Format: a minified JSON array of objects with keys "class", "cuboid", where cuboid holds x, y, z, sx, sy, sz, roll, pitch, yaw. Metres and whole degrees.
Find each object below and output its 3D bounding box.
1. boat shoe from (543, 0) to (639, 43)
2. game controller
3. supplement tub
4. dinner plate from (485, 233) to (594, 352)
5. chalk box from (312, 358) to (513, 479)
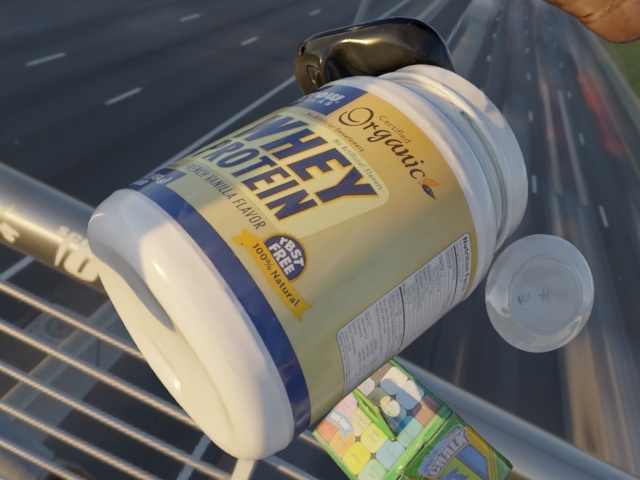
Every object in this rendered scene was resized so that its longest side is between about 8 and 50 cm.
[{"class":"boat shoe","cuboid":[0.201,-0.245,0.405,0.123,0.123,0.342,37,52,-11]},{"class":"game controller","cuboid":[0.101,-0.122,0.727,0.167,0.319,0.067,-9,54,26]},{"class":"supplement tub","cuboid":[0.000,0.000,0.528,0.316,0.228,0.228,-34,58,-27]},{"class":"dinner plate","cuboid":[0.262,0.063,0.735,0.141,0.141,0.017,16,-1,-10]},{"class":"chalk box","cuboid":[0.094,0.231,0.713,0.213,0.132,0.132,44,-6,-35]}]
